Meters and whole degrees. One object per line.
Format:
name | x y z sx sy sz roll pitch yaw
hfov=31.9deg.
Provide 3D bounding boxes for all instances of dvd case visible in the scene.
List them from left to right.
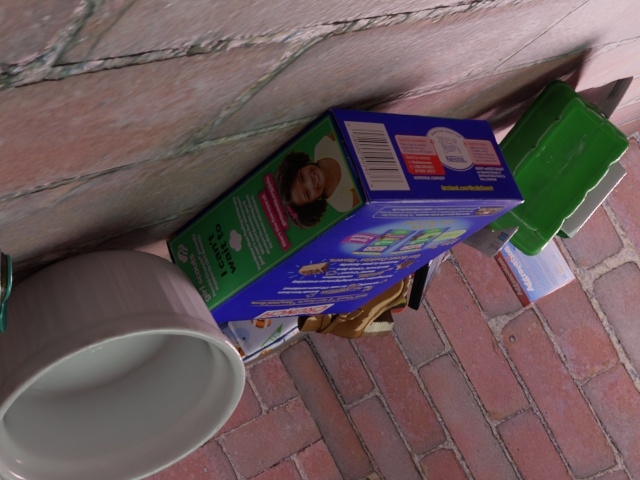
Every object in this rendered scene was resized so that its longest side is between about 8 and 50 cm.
dvd case | 0.211 -0.023 1.864 0.180 0.022 0.253 94 22 -63

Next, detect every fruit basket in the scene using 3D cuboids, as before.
fruit basket | 0.343 -0.106 1.738 0.327 0.165 0.353 -50 179 1

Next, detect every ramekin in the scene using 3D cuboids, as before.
ramekin | -0.232 0.137 1.194 0.277 0.135 0.277 -18 142 -15

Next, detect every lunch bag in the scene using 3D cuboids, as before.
lunch bag | -0.105 0.168 2.376 0.303 0.115 0.243 -29 175 -1

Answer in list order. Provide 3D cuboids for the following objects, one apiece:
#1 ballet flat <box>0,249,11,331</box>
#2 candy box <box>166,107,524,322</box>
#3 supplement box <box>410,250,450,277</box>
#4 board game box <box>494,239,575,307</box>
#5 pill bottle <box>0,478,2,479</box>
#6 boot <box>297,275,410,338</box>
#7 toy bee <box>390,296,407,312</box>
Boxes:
ballet flat | -0.304 0.043 0.977 0.070 0.070 0.188 -25 170 -23
candy box | 0.024 -0.020 1.296 0.268 0.122 0.317 -2 154 -45
supplement box | 0.115 0.034 2.181 0.239 0.130 0.073 -29 173 -6
board game box | 0.367 -0.021 2.140 0.145 0.281 0.027 -22 169 -39
pill bottle | -0.604 0.454 2.099 0.204 0.204 0.361 -30 173 14
boot | 0.051 0.073 1.733 0.152 0.073 0.197 4 119 -17
toy bee | -0.001 0.065 1.856 0.298 0.195 0.162 -16 146 -11
